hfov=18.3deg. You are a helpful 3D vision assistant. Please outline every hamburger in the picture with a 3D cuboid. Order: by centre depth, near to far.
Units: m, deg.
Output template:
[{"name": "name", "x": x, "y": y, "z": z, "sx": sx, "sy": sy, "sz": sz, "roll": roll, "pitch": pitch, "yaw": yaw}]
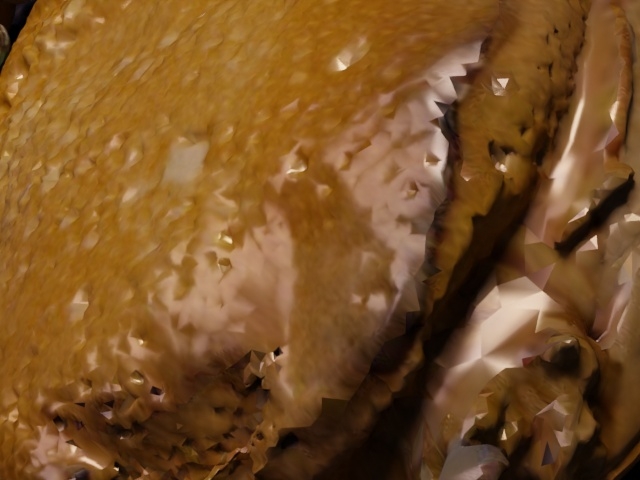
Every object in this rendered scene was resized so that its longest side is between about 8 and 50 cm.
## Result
[{"name": "hamburger", "x": 0.000, "y": 0.000, "z": 0.660, "sx": 0.290, "sy": 0.170, "sz": 0.314, "roll": -40, "pitch": 35, "yaw": 27}]

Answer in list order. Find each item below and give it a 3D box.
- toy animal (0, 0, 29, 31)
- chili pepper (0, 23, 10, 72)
[{"name": "toy animal", "x": -0.183, "y": -0.135, "z": 1.139, "sx": 0.083, "sy": 0.060, "sz": 0.081, "roll": 2, "pitch": 87, "yaw": 51}, {"name": "chili pepper", "x": -0.215, "y": -0.049, "z": 1.106, "sx": 0.191, "sy": 0.050, "sz": 0.059, "roll": -46, "pitch": 33, "yaw": 36}]
